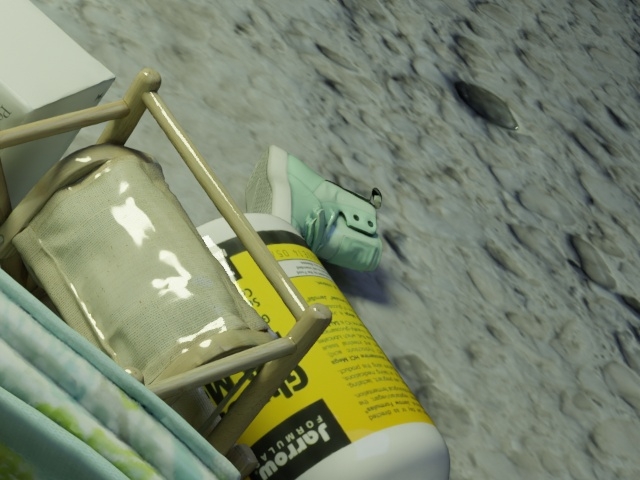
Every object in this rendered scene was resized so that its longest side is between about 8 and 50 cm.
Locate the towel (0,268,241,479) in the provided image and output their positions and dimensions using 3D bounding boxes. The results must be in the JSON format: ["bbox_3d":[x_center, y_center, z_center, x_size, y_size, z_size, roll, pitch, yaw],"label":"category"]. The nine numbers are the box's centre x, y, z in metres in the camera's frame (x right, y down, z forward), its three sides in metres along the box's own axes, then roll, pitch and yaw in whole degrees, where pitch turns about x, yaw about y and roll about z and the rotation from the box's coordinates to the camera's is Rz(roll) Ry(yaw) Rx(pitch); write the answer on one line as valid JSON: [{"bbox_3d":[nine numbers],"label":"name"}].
[{"bbox_3d":[-0.249,0.125,0.933,0.374,0.320,0.090,40,44,-1],"label":"towel"}]

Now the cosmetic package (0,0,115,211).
[{"bbox_3d":[-0.325,-0.106,1.280,0.225,0.224,0.138,41,27,4],"label":"cosmetic package"}]

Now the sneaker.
[{"bbox_3d":[0.000,-0.001,1.649,0.151,0.094,0.256,26,27,-12],"label":"sneaker"}]

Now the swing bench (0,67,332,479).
[{"bbox_3d":[-0.154,0.061,1.187,0.165,0.254,0.253,-17,58,-33],"label":"swing bench"}]

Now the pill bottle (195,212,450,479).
[{"bbox_3d":[-0.017,0.154,1.304,0.188,0.188,0.334,1,45,-50],"label":"pill bottle"}]
